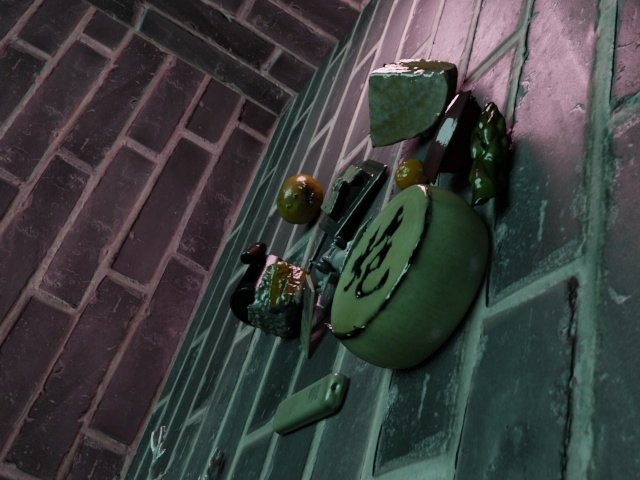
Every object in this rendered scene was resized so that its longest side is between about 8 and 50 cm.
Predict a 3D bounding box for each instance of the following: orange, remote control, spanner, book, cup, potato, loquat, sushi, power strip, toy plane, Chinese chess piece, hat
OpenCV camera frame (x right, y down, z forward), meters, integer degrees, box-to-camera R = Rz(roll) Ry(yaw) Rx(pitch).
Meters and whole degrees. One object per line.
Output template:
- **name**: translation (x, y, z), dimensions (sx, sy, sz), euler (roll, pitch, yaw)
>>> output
- **orange**: translation (0.211, -0.150, 1.713), dimensions (0.083, 0.070, 0.083), euler (-54, 20, 31)
- **remote control**: translation (-0.031, 0.362, 1.626), dimensions (0.309, 0.038, 0.090), euler (-42, 25, 53)
- **spanner**: translation (0.000, 0.000, 2.254), dimensions (0.302, 0.017, 0.071), euler (-65, 15, -12)
- **book**: translation (-0.032, 0.190, 1.853), dimensions (0.127, 0.014, 0.181), euler (-113, 27, -72)
- **cup**: translation (-0.167, 0.124, 2.257), dimensions (0.177, 0.166, 0.239), euler (-70, -5, -49)
- **potato**: translation (0.265, -0.352, 1.883), dimensions (0.264, 0.211, 0.189), euler (8, 23, 40)
- **loquat**: translation (-0.070, -0.133, 2.484), dimensions (0.204, 0.149, 0.172), euler (126, 164, -70)
- **sushi**: translation (-0.111, 0.158, 2.027), dimensions (0.274, 0.139, 0.184), euler (99, -168, -68)
- **power strip**: translation (0.072, -0.132, 2.106), dimensions (0.251, 0.092, 0.257), euler (-61, 13, 4)
- **toy plane**: translation (0.036, 0.060, 1.848), dimensions (0.251, 0.101, 0.255), euler (-55, 12, -20)
- **Chinese chess piece**: translation (0.153, 0.062, 1.359), dimensions (0.349, 0.146, 0.349), euler (-54, 16, 23)
- **hat**: translation (0.281, -0.202, 1.504), dimensions (0.205, 0.089, 0.205), euler (-62, -10, -20)

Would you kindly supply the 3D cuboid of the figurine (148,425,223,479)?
- **figurine**: translation (-0.360, 0.666, 1.921), dimensions (0.316, 0.206, 0.284), euler (-3, 64, 66)

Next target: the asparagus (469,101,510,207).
- **asparagus**: translation (0.314, -0.158, 1.377), dimensions (0.080, 0.080, 0.287), euler (-45, 27, 47)
